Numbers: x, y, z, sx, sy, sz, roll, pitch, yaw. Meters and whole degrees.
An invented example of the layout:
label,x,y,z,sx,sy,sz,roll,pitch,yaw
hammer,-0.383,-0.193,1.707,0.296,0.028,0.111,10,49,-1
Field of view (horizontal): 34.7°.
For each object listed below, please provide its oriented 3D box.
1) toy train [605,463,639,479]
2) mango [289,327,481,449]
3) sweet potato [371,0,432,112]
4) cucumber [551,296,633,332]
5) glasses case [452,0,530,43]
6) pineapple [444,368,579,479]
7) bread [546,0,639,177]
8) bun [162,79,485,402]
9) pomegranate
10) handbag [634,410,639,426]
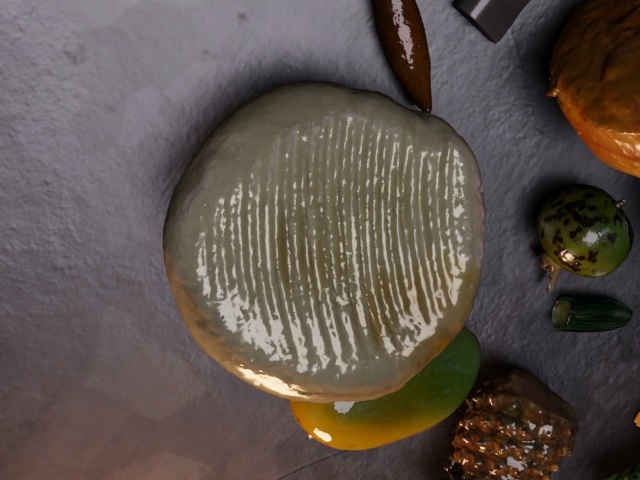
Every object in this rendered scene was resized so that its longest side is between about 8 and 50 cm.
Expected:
label,x,y,z,sx,sy,sz,roll,pitch,yaw
toy train,0.499,0.415,1.401,0.178,0.138,0.330,-23,117,2
mango,0.083,0.178,1.288,0.251,0.114,0.156,-11,99,-19
sweet potato,0.083,-0.270,1.172,0.057,0.057,0.264,-21,106,-3
cucumber,0.357,0.096,1.338,0.105,0.048,0.048,2,107,-15
glasses case,0.239,-0.325,1.188,0.072,0.042,0.190,33,100,-25
pineapple,0.200,0.319,1.331,0.141,0.170,0.310,39,106,25
bread,0.416,-0.200,1.136,0.312,0.312,0.172,-32,126,2
bun,0.000,0.000,1.151,0.365,0.219,0.365,0,90,-12
pomegranate,0.316,0.001,1.272,0.122,0.122,0.161,24,130,-16
handbag,0.483,0.247,1.417,0.083,0.027,0.061,25,106,-11
